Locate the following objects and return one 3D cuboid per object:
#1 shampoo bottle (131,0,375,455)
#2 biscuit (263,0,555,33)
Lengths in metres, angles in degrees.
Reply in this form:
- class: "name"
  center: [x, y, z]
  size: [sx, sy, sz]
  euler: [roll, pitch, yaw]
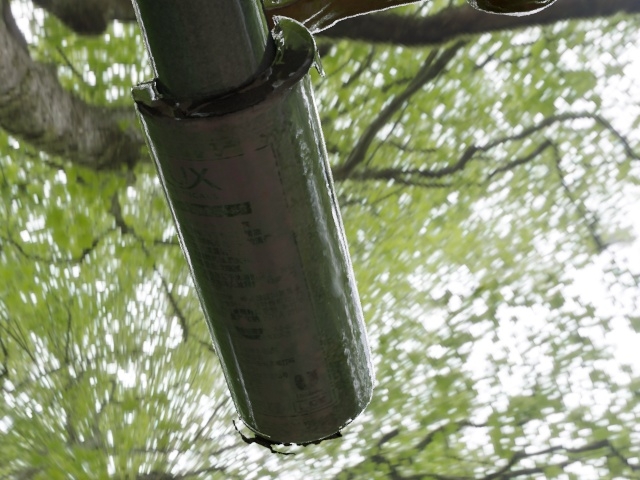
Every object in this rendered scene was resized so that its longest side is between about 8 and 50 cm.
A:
- class: "shampoo bottle"
  center: [-0.025, -0.015, 0.445]
  size: [0.072, 0.214, 0.072]
  euler: [-8, -143, 6]
- class: "biscuit"
  center: [0.112, -0.247, 0.987]
  size: [0.432, 0.064, 0.283]
  euler: [-12, -144, -5]
